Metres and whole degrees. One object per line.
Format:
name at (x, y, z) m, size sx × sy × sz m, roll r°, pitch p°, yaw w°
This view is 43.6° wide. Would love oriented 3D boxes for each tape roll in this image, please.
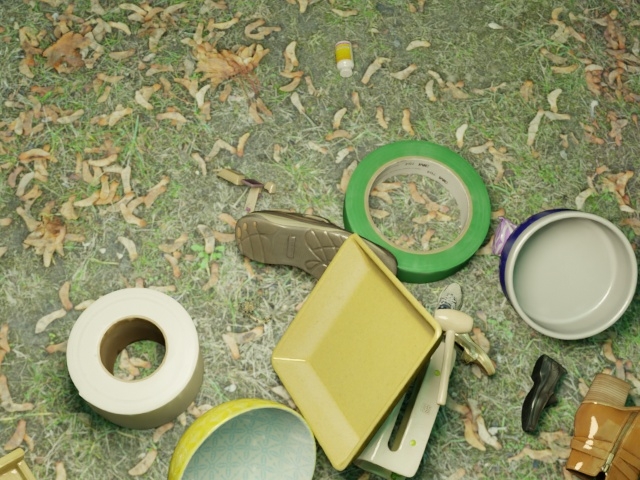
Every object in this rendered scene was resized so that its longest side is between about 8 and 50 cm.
tape roll at (0.212, -0.066, 1.777) m, size 0.321 × 0.077 × 0.321 m, roll 1°, pitch 67°, yaw -3°
tape roll at (-0.353, 0.232, 1.557) m, size 0.246 × 0.169 × 0.246 m, roll 2°, pitch 67°, yaw -4°

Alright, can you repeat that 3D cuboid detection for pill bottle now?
pill bottle at (0.059, -0.438, 1.937) m, size 0.043 × 0.043 × 0.083 m, roll -2°, pitch 67°, yaw -6°

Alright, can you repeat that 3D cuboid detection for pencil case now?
pencil case at (0.481, 0.013, 1.757) m, size 0.206 × 0.086 × 0.088 m, roll 13°, pitch 104°, yaw -1°

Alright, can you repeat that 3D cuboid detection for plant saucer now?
plant saucer at (0.075, 0.208, 1.520) m, size 0.333 × 0.081 × 0.333 m, roll -57°, pitch 39°, yaw 15°

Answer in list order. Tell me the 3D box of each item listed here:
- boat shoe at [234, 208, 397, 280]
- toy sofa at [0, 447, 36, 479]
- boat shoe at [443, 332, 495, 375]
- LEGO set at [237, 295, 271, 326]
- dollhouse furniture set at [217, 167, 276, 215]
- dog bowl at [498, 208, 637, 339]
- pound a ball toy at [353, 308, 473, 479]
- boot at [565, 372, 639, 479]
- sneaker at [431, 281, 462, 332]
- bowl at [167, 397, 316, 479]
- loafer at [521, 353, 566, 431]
boat shoe at (0.000, 0.000, 1.686) m, size 0.355 × 0.132 × 0.130 m, roll 19°, pitch 31°, yaw 11°
toy sofa at (-0.521, 0.575, 1.430) m, size 0.150 × 0.177 × 0.362 m, roll -28°, pitch 70°, yaw -41°
boat shoe at (0.310, 0.236, 1.676) m, size 0.045 × 0.050 × 0.135 m, roll -34°, pitch 64°, yaw -13°
LEGO set at (-0.143, 0.148, 1.692) m, size 0.054 × 0.023 × 0.083 m, roll -33°, pitch 87°, yaw -14°
dollhouse furniture set at (-0.175, -0.108, 1.800) m, size 0.114 × 0.091 × 0.081 m, roll 27°, pitch 109°, yaw 30°
dog bowl at (0.511, 0.066, 1.668) m, size 0.265 × 0.104 × 0.265 m, roll 0°, pitch 98°, yaw 0°
pound a ball toy at (0.169, 0.289, 1.554) m, size 0.136 × 0.208 × 0.319 m, roll 22°, pitch 68°, yaw 4°
boot at (0.642, 0.414, 1.591) m, size 0.283 × 0.109 × 0.220 m, roll 25°, pitch 66°, yaw 8°
sneaker at (0.270, 0.144, 1.703) m, size 0.052 × 0.058 × 0.135 m, roll 26°, pitch 67°, yaw 6°
bowl at (-0.168, 0.408, 1.488) m, size 0.289 × 0.289 × 0.156 m, roll -39°, pitch 33°, yaw -18°
loafer at (0.460, 0.319, 1.645) m, size 0.061 × 0.062 × 0.170 m, roll 25°, pitch 69°, yaw 1°
